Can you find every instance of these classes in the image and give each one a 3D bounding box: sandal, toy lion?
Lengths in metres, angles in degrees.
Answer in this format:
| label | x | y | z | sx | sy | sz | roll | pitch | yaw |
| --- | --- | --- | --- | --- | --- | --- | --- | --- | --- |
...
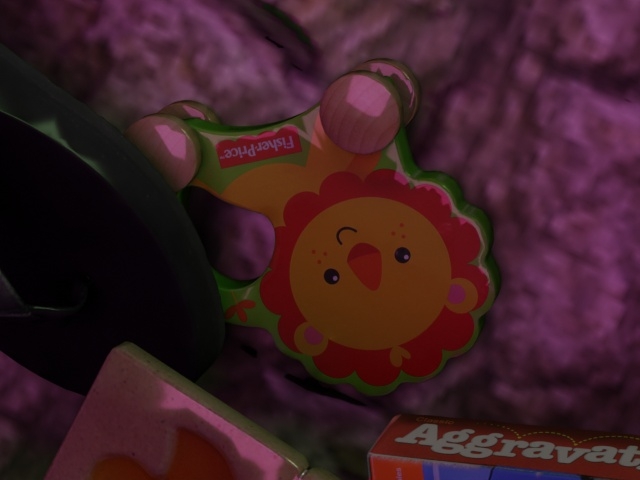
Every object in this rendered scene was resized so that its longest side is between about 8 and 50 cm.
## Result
| label | x | y | z | sx | sy | sz | roll | pitch | yaw |
| --- | --- | --- | --- | --- | --- | --- | --- | --- | --- |
| sandal | -0.131 | -0.035 | 0.498 | 0.097 | 0.054 | 0.254 | -23 | 119 | 42 |
| toy lion | 0.000 | 0.000 | 0.531 | 0.100 | 0.034 | 0.096 | -10 | 101 | 16 |

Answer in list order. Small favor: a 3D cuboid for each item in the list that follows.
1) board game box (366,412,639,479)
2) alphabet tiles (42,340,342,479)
| label | x | y | z | sx | sy | sz | roll | pitch | yaw |
| --- | --- | --- | --- | --- | --- | --- | --- | --- | --- |
| board game box | 0.096 | 0.180 | 0.472 | 0.145 | 0.027 | 0.281 | 3 | 114 | 23 |
| alphabet tiles | -0.021 | 0.200 | 0.481 | 0.342 | 0.011 | 0.285 | 32 | 111 | 8 |
